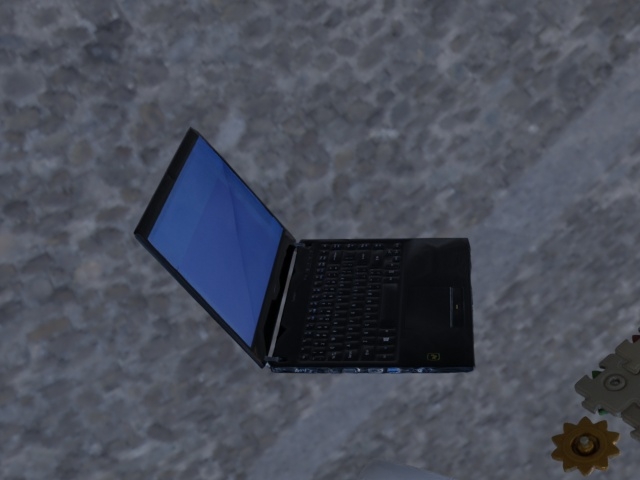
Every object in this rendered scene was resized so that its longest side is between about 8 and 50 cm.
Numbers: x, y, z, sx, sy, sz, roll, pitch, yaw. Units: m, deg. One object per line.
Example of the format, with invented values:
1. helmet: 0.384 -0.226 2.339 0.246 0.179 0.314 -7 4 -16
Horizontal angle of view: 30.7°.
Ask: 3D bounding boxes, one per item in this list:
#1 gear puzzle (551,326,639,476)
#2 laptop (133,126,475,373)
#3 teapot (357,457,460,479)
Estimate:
1. gear puzzle: 0.431 0.195 1.480 0.339 0.175 0.044 -36 131 -20
2. laptop: 0.000 0.000 1.018 0.264 0.234 0.136 -1 117 7
3. teapot: 0.136 0.360 1.285 0.256 0.252 0.187 57 50 -71
